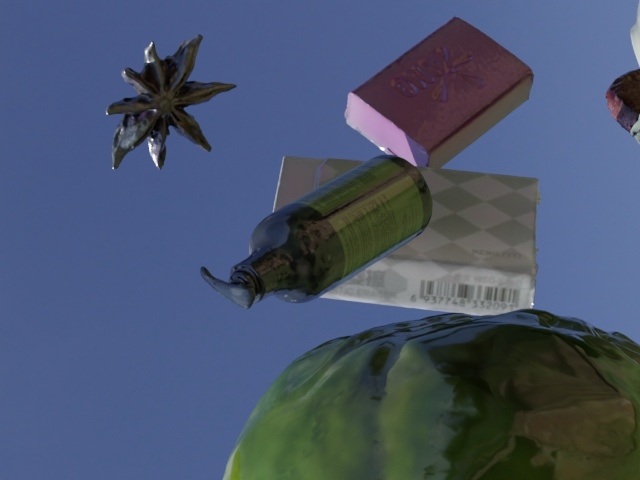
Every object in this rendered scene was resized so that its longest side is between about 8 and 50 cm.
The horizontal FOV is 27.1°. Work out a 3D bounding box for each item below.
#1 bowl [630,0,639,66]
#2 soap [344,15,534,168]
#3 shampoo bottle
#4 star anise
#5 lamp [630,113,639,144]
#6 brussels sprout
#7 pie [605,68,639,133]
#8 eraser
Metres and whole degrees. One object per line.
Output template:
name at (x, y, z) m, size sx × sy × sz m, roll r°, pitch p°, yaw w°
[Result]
bowl at (0.534, -0.271, 1.884) m, size 0.277 × 0.145 × 0.277 m, roll 40°, pitch -143°, yaw -39°
soap at (0.190, -0.231, 2.129) m, size 0.259 × 0.181 × 0.081 m, roll -37°, pitch -27°, yaw -25°
shampoo bottle at (0.000, 0.000, 1.383) m, size 0.284 × 0.101 × 0.101 m, roll -31°, pitch -67°, yaw -43°
star anise at (-0.208, -0.186, 1.801) m, size 0.181 × 0.061 × 0.204 m, roll 12°, pitch -79°, yaw -31°
lamp at (0.317, -0.146, 1.052) m, size 0.106 × 0.106 × 0.193 m, roll 45°, pitch -110°, yaw -46°
brussels sprout at (0.118, 0.179, 0.852) m, size 0.355 × 0.289 × 0.281 m, roll -22°, pitch -77°, yaw -49°
pie at (0.395, -0.152, 1.501) m, size 0.154 × 0.154 × 0.036 m, roll -48°, pitch -32°, yaw -48°
eraser at (0.125, -0.007, 1.997) m, size 0.082 × 0.397 × 0.213 m, roll 90°, pitch -173°, yaw -58°
